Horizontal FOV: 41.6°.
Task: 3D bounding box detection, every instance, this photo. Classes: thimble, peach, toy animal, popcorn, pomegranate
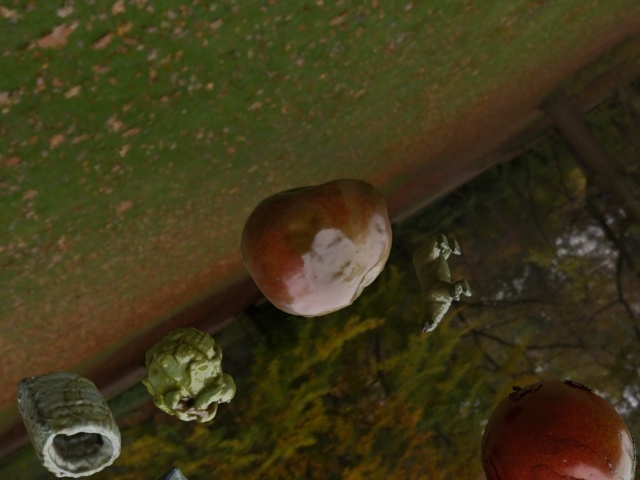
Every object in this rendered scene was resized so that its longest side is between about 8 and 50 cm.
[{"bbox_3d":[-0.448,0.321,1.489,0.137,0.143,0.190,-38,139,-3],"label":"thimble"},{"bbox_3d":[0.000,0.000,1.302,0.235,0.214,0.214,-32,177,-2],"label":"peach"},{"bbox_3d":[0.232,0.083,1.680,0.101,0.218,0.103,-24,141,21],"label":"toy animal"},{"bbox_3d":[-0.330,0.328,2.075,0.195,0.255,0.256,-21,142,-43],"label":"popcorn"},{"bbox_3d":[0.336,0.303,1.162,0.210,0.235,0.210,-56,-176,6],"label":"pomegranate"}]

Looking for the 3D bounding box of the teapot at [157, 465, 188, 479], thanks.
[{"bbox_3d":[-0.182,0.410,1.187,0.111,0.149,0.108,13,-141,32],"label":"teapot"}]
